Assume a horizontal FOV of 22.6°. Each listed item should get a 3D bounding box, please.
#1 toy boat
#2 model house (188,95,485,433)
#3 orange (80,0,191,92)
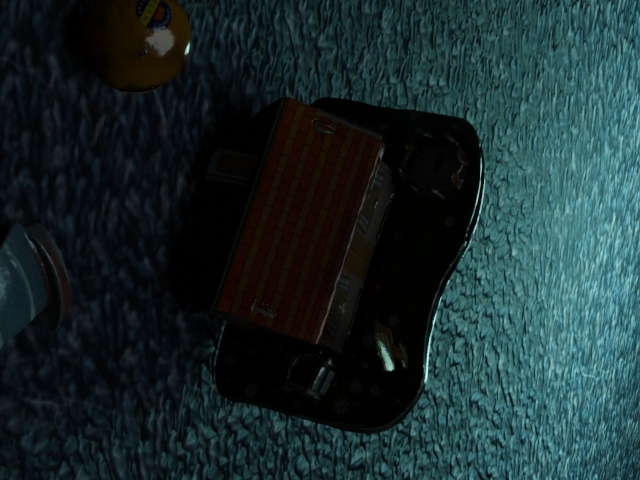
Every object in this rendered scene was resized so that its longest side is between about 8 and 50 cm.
[{"bbox_3d":[-0.228,0.048,1.134,0.122,0.034,0.096,-44,133,-45],"label":"toy boat"},{"bbox_3d":[0.000,-0.001,1.364,0.154,0.207,0.294,35,70,-58],"label":"model house"},{"bbox_3d":[-0.136,-0.149,1.175,0.083,0.083,0.083,-35,131,-53],"label":"orange"}]
